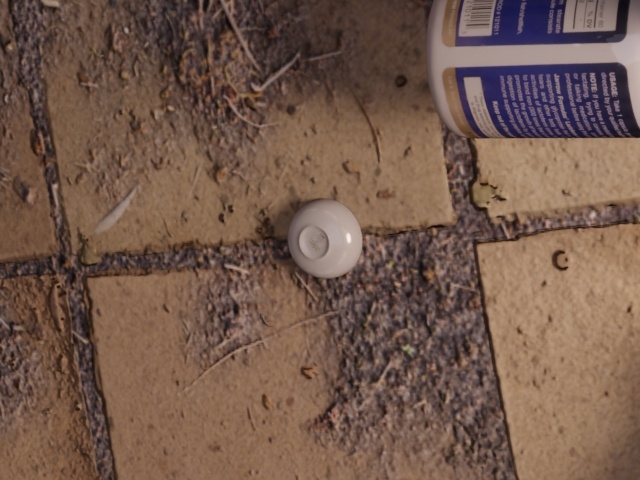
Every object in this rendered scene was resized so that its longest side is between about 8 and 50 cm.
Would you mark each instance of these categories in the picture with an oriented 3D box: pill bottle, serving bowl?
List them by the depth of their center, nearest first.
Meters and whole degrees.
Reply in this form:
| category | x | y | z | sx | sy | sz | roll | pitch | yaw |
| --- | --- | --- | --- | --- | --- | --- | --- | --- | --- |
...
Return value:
| category | x | y | z | sx | sy | sz | roll | pitch | yaw |
| --- | --- | --- | --- | --- | --- | --- | --- | --- | --- |
| pill bottle | 0.237 | -0.163 | 1.243 | 0.264 | 0.153 | 0.153 | 3 | 100 | 28 |
| serving bowl | 0.000 | 0.000 | 1.470 | 0.083 | 0.027 | 0.083 | 5 | 101 | 26 |
